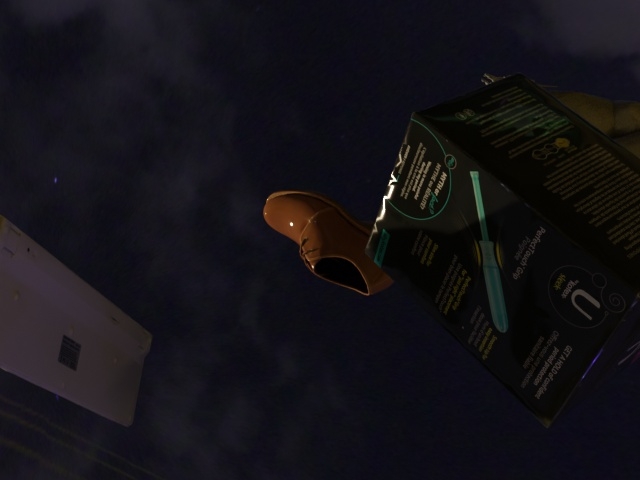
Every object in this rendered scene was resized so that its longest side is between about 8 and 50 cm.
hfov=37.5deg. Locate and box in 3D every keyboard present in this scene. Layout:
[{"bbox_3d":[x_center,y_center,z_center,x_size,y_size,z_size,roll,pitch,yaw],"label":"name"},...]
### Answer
[{"bbox_3d":[-0.156,0.060,0.586,0.014,0.256,0.072,8,-109,13],"label":"keyboard"}]

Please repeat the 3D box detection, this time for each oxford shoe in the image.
[{"bbox_3d":[0.000,0.000,1.062,0.076,0.212,0.076,-38,-46,-28],"label":"oxford shoe"}]

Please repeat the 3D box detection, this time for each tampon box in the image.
[{"bbox_3d":[0.127,0.001,0.558,0.101,0.120,0.161,-26,-122,-36],"label":"tampon box"}]

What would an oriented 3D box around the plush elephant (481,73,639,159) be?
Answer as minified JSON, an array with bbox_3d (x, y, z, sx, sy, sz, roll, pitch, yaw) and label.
[{"bbox_3d":[0.295,-0.045,1.141,0.330,0.272,0.255,6,-88,-42],"label":"plush elephant"}]
